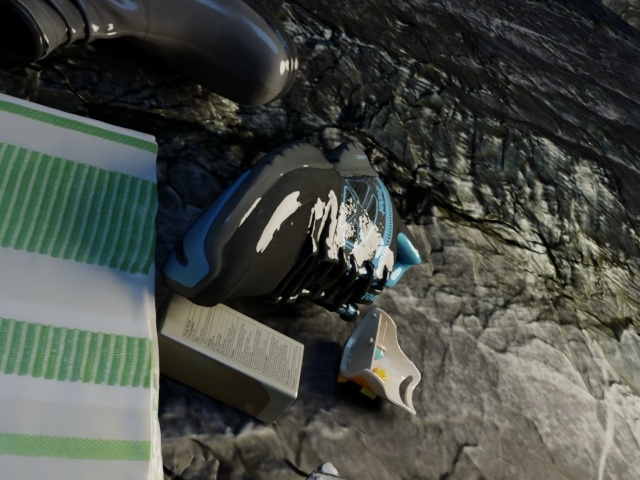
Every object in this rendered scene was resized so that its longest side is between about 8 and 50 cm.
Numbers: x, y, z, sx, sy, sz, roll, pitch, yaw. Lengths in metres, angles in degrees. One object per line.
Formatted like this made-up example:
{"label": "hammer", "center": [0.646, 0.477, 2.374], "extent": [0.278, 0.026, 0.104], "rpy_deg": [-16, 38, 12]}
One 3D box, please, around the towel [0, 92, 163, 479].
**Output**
{"label": "towel", "center": [-0.210, 0.043, 0.530], "extent": [0.248, 0.038, 0.325], "rpy_deg": [15, 55, -33]}

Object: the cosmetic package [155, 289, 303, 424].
{"label": "cosmetic package", "center": [-0.073, 0.086, 0.664], "extent": [0.115, 0.041, 0.060], "rpy_deg": [29, 35, -14]}

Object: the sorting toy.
{"label": "sorting toy", "center": [0.057, 0.114, 0.757], "extent": [0.075, 0.045, 0.083], "rpy_deg": [38, 33, -14]}

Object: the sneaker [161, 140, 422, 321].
{"label": "sneaker", "center": [0.000, 0.000, 0.729], "extent": [0.140, 0.125, 0.341], "rpy_deg": [51, 26, 6]}

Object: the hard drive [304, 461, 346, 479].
{"label": "hard drive", "center": [-0.016, 0.294, 0.461], "extent": [0.237, 0.064, 0.339], "rpy_deg": [47, 36, 12]}

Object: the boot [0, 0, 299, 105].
{"label": "boot", "center": [-0.205, -0.207, 0.838], "extent": [0.338, 0.118, 0.223], "rpy_deg": [32, 36, 9]}
